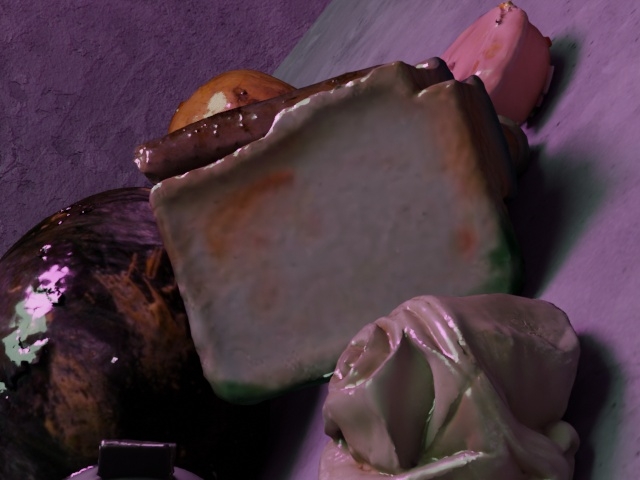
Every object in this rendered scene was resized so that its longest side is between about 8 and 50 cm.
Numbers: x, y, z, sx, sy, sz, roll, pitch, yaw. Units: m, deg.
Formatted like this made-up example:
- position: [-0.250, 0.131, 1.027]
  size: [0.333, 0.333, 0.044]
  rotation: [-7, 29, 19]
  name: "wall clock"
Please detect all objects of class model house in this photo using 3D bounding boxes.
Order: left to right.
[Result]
- position: [0.047, -0.013, 1.110]
  size: [0.312, 0.245, 0.280]
  rotation: [-22, -5, 18]
  name: "model house"

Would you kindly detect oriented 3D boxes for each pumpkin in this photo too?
- position: [-0.247, 0.155, 1.328]
  size: [0.454, 0.344, 0.454]
  rotation: [-47, 27, 33]
  name: "pumpkin"

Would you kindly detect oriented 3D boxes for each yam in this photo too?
- position: [-0.049, -0.124, 1.291]
  size: [0.317, 0.067, 0.071]
  rotation: [-18, -26, 3]
  name: "yam"

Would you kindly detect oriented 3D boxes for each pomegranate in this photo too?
- position: [-0.120, -0.135, 1.871]
  size: [0.281, 0.281, 0.281]
  rotation: [-51, 13, 17]
  name: "pomegranate"

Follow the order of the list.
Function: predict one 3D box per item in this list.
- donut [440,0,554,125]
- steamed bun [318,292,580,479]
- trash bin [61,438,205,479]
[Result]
- position: [0.166, -0.156, 1.289]
  size: [0.233, 0.085, 0.199]
  rotation: [-38, 22, 52]
  name: "donut"
- position: [0.068, 0.123, 0.782]
  size: [0.218, 0.144, 0.211]
  rotation: [-50, 14, 22]
  name: "steamed bun"
- position: [-0.143, 0.313, 0.885]
  size: [0.262, 0.217, 0.277]
  rotation: [-127, 40, -77]
  name: "trash bin"
